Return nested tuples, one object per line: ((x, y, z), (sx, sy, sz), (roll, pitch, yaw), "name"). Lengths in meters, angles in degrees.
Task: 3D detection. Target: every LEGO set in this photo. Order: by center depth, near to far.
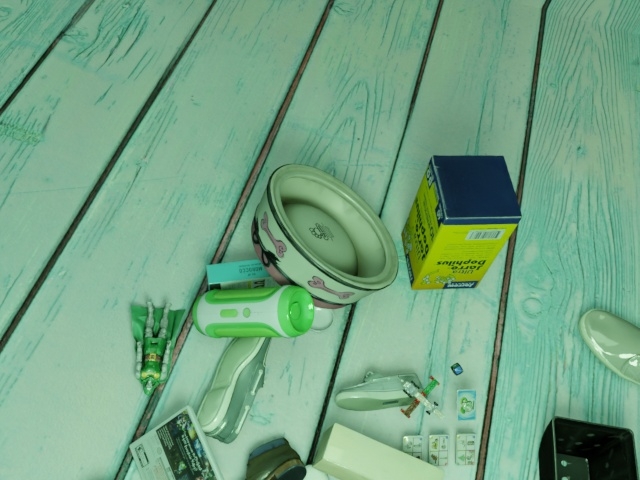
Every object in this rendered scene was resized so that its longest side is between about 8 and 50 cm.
((0.279, 0.411, 1.499), (0.182, 0.060, 0.244), (0, 94, -7), "LEGO set")

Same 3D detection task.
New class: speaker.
((-0.164, 0.173, 1.514), (0.296, 0.131, 0.131), (-6, 50, 34), "speaker")

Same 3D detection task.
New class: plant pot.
((0.590, 0.530, 1.436), (0.188, 0.167, 0.188), (11, 57, -1), "plant pot")

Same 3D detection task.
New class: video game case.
((-0.319, 0.492, 1.390), (0.173, 0.022, 0.190), (-36, 64, 7), "video game case")

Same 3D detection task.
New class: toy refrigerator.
((0.129, 0.506, 1.409), (0.269, 0.102, 0.094), (24, 57, -2), "toy refrigerator")

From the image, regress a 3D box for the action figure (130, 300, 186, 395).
((-0.409, 0.266, 1.549), (0.137, 0.063, 0.232), (3, 61, -9), "action figure")

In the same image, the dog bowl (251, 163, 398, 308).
((0.000, 0.000, 1.618), (0.408, 0.150, 0.408), (29, 35, -23), "dog bowl")

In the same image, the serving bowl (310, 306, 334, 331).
((-0.007, 0.205, 1.652), (0.083, 0.027, 0.083), (3, 58, -4), "serving bowl")

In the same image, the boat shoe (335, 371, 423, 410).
((0.141, 0.364, 1.547), (0.227, 0.079, 0.081), (-1, 51, -14), "boat shoe")

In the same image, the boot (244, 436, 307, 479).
((-0.143, 0.534, 1.416), (0.219, 0.082, 0.106), (-27, 33, -7), "boot")

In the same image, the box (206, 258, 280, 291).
((-0.173, 0.099, 1.657), (0.244, 0.100, 0.060), (-6, 57, -11), "box")

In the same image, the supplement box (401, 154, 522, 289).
((0.353, -0.037, 1.653), (0.195, 0.357, 0.194), (-1, 57, -7), "supplement box")

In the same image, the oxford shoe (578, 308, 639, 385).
((0.883, 0.322, 1.628), (0.449, 0.130, 0.169), (40, 63, 19), "oxford shoe")

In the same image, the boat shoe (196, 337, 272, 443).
((-0.189, 0.338, 1.526), (0.099, 0.116, 0.319), (50, 46, -27), "boat shoe")

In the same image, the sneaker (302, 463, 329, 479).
((-0.005, 0.598, 1.333), (0.090, 0.145, 0.270), (3, 57, -5), "sneaker")
